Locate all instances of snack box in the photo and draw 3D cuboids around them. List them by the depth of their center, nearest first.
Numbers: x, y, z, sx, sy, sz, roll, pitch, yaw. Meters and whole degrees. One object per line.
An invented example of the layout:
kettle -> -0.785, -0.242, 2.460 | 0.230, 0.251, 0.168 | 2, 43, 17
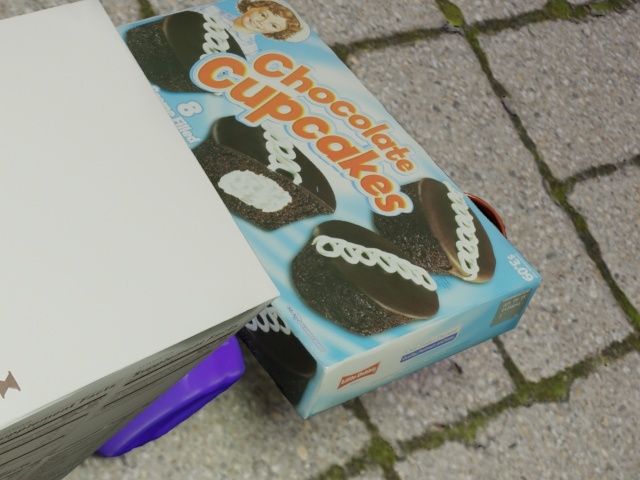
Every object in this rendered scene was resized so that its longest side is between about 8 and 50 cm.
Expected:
snack box -> -0.022, -0.040, 1.086 | 0.187, 0.060, 0.322 | -20, 56, -34

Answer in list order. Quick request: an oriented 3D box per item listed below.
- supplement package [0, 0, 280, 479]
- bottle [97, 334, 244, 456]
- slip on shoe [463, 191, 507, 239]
supplement package -> -0.203, 0.036, 0.863 | 0.198, 0.263, 0.199 | -24, 78, -44
bottle -> -0.164, -0.004, 1.023 | 0.283, 0.118, 0.092 | 57, 29, 9
slip on shoe -> 0.000, 0.000, 1.162 | 0.331, 0.101, 0.123 | 3, 62, -35
